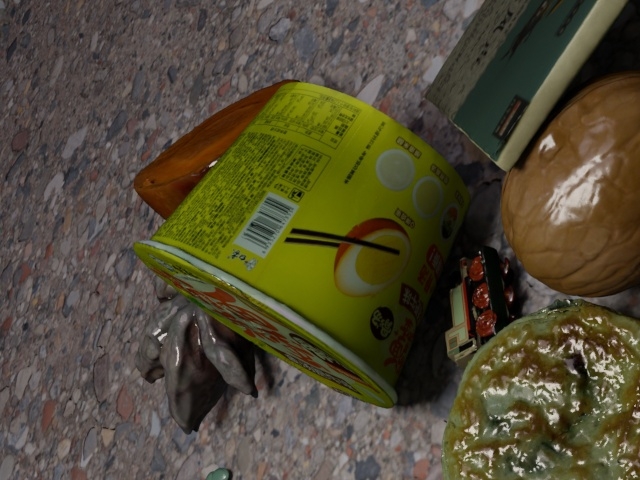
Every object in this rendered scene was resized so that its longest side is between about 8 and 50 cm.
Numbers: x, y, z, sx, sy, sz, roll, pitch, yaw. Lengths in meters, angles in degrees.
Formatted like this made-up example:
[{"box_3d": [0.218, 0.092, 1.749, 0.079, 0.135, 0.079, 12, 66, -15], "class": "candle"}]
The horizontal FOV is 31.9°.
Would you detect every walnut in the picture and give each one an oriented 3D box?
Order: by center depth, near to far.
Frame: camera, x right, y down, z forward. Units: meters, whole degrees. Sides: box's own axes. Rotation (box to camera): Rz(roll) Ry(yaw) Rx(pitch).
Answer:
[{"box_3d": [0.242, -0.047, 0.933, 0.207, 0.167, 0.167, -48, 39, 22], "class": "walnut"}]

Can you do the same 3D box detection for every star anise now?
[{"box_3d": [-0.147, 0.074, 1.382, 0.359, 0.139, 0.316, 0, 61, 47], "class": "star anise"}]

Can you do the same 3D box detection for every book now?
[{"box_3d": [0.204, -0.213, 1.052, 0.264, 0.031, 0.379, -58, 11, 11], "class": "book"}]

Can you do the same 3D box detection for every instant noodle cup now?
[{"box_3d": [0.000, 0.000, 1.125, 0.311, 0.311, 0.221, 16, 70, 55], "class": "instant noodle cup"}]

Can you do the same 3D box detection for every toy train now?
[{"box_3d": [0.156, 0.122, 1.040, 0.085, 0.053, 0.250, -33, 47, 40], "class": "toy train"}]

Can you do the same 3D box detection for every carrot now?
[{"box_3d": [-0.108, -0.112, 1.398, 0.258, 0.100, 0.307, -36, 23, -8], "class": "carrot"}]

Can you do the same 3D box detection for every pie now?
[{"box_3d": [0.205, 0.158, 0.908, 0.240, 0.054, 0.241, -16, 56, 25], "class": "pie"}]

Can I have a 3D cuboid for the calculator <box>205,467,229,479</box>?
[{"box_3d": [-0.132, 0.344, 1.315, 0.095, 0.021, 0.153, -18, 61, 46], "class": "calculator"}]
